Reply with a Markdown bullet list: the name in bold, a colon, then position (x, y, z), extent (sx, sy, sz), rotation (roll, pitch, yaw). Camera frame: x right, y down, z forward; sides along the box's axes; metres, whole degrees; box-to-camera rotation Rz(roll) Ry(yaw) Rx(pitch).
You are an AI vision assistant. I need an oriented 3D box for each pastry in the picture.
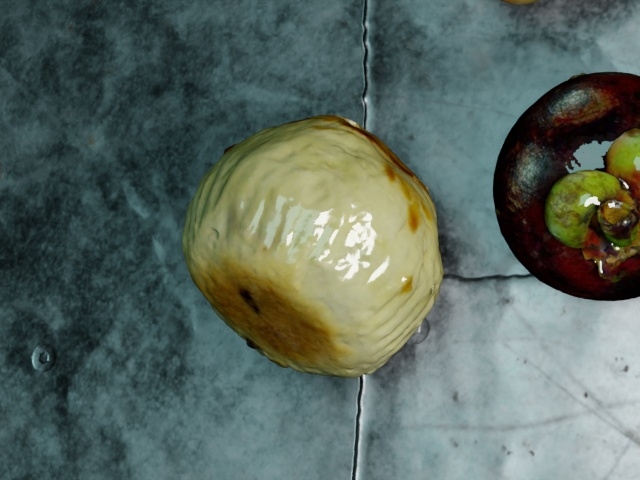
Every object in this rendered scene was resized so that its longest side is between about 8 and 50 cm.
- **pastry**: position (0.000, 0.000, 1.882), extent (0.388, 0.388, 0.313), rotation (21, 61, 26)

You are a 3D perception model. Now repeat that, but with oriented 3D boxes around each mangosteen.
- **mangosteen**: position (0.386, -0.055, 1.733), extent (0.306, 0.306, 0.359), rotation (-42, 25, 9)

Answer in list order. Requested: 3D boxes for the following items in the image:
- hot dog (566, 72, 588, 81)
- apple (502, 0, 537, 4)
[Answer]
- **hot dog**: position (0.382, -0.205, 1.938), extent (0.058, 0.035, 0.083), rotation (-30, 68, 10)
- **apple**: position (0.333, -0.458, 1.897), extent (0.309, 0.277, 0.250), rotation (21, 112, 42)
